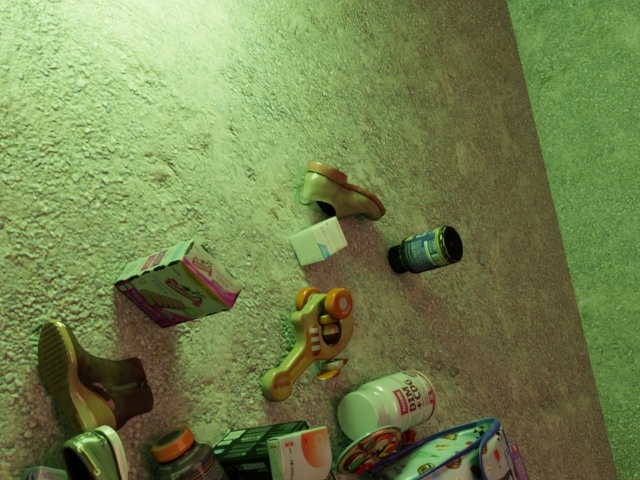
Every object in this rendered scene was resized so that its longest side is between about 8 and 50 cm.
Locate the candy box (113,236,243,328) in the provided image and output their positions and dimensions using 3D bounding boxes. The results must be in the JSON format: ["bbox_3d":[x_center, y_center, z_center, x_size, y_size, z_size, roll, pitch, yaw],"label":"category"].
[{"bbox_3d":[-0.302,0.095,1.612,0.159,0.234,0.071,48,43,-26],"label":"candy box"}]

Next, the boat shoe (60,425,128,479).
[{"bbox_3d":[-0.380,0.489,1.355,0.091,0.109,0.304,-8,76,-51],"label":"boat shoe"}]

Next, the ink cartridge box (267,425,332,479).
[{"bbox_3d":[-0.032,0.477,1.538,0.145,0.045,0.179,1,72,-48],"label":"ink cartridge box"}]

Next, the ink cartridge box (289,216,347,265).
[{"bbox_3d":[0.000,0.000,2.132,0.143,0.090,0.092,-28,98,-53],"label":"ink cartridge box"}]

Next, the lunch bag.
[{"bbox_3d":[0.373,0.696,2.060,0.386,0.239,0.327,-20,97,-21],"label":"lunch bag"}]

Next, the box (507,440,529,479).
[{"bbox_3d":[0.502,0.697,2.293,0.057,0.293,0.200,-19,91,-30],"label":"box"}]

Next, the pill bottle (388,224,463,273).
[{"bbox_3d":[0.328,0.037,2.409,0.123,0.219,0.122,23,58,-44],"label":"pill bottle"}]

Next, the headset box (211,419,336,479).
[{"bbox_3d":[-0.092,0.556,1.668,0.131,0.246,0.283,-39,106,-50],"label":"headset box"}]

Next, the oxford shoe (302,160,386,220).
[{"bbox_3d":[0.062,-0.114,2.266,0.348,0.123,0.130,28,81,-43],"label":"oxford shoe"}]

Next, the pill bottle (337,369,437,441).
[{"bbox_3d":[0.185,0.459,2.109,0.283,0.160,0.160,-5,79,-51],"label":"pill bottle"}]

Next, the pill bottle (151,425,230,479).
[{"bbox_3d":[-0.256,0.508,1.580,0.130,0.131,0.245,-39,106,-50],"label":"pill bottle"}]

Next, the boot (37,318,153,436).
[{"bbox_3d":[-0.443,0.260,1.519,0.207,0.090,0.248,-16,86,-64],"label":"boot"}]

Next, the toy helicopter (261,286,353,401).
[{"bbox_3d":[-0.026,0.296,1.982,0.355,0.140,0.234,-46,120,-37],"label":"toy helicopter"}]

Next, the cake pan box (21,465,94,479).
[{"bbox_3d":[-0.439,0.559,1.392,0.267,0.070,0.245,31,55,-40],"label":"cake pan box"}]

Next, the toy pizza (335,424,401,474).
[{"bbox_3d":[0.131,0.555,1.991,0.201,0.201,0.032,13,33,-47],"label":"toy pizza"}]

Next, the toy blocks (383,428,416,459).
[{"bbox_3d":[0.225,0.568,2.197,0.123,0.054,0.148,25,37,-22],"label":"toy blocks"}]
